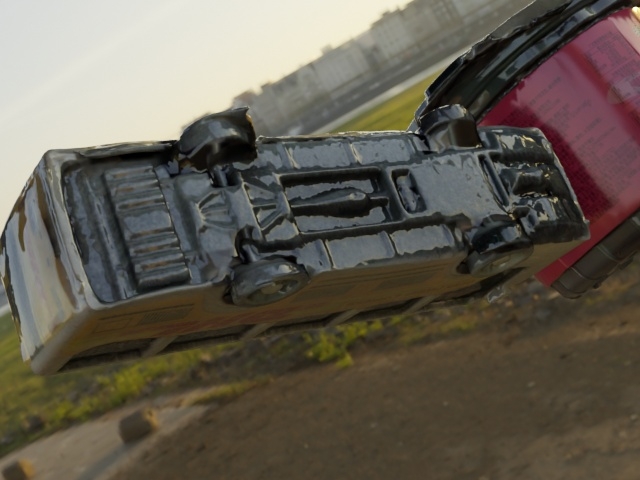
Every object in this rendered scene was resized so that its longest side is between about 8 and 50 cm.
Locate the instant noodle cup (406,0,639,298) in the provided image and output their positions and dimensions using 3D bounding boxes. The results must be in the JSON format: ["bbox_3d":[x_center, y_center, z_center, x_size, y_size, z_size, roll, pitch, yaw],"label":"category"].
[{"bbox_3d":[0.210,-0.071,0.823,0.302,0.181,0.258,-24,-19,-48],"label":"instant noodle cup"}]

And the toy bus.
[{"bbox_3d":[0.000,0.000,0.588,0.343,0.097,0.138,-6,-25,-37],"label":"toy bus"}]
